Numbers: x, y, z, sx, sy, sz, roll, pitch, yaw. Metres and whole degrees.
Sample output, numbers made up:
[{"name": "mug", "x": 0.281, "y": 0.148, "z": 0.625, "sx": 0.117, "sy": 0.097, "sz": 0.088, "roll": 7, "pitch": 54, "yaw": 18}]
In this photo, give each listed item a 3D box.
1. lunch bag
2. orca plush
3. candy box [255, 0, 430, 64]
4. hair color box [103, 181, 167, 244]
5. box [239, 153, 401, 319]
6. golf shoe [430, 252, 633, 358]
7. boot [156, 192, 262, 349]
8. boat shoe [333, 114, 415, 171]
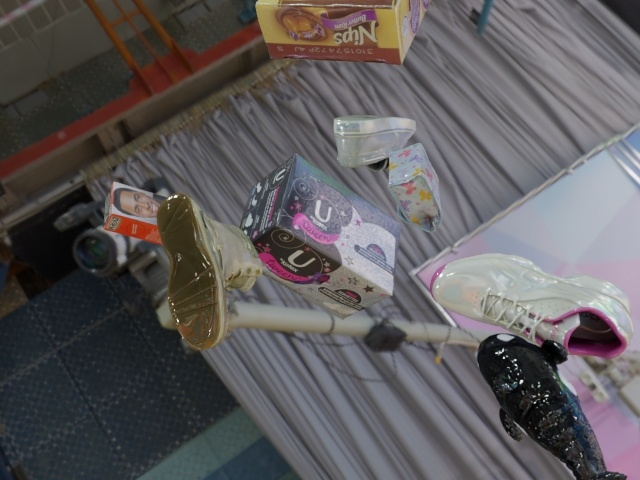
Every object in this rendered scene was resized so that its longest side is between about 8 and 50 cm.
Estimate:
[{"name": "lunch bag", "x": 0.111, "y": -0.057, "z": 0.809, "sx": 0.053, "sy": 0.071, "sz": 0.083, "roll": -21, "pitch": -54, "yaw": 22}, {"name": "orca plush", "x": 0.264, "y": 0.222, "z": 0.922, "sx": 0.102, "sy": 0.287, "sz": 0.151, "roll": 14, "pitch": -50, "yaw": -24}, {"name": "candy box", "x": 0.037, "y": -0.216, "z": 0.554, "sx": 0.053, "sy": 0.109, "sz": 0.187, "roll": 73, "pitch": -147, "yaw": -49}, {"name": "hair color box", "x": -0.272, "y": -0.037, "z": 1.125, "sx": 0.141, "sy": 0.072, "sz": 0.043, "roll": 16, "pitch": -46, "yaw": -29}, {"name": "box", "x": 0.000, "y": 0.000, "z": 1.192, "sx": 0.247, "sy": 0.163, "sz": 0.142, "roll": 31, "pitch": -41, "yaw": -24}, {"name": "golf shoe", "x": 0.316, "y": 0.099, "z": 1.051, "sx": 0.140, "sy": 0.306, "sz": 0.115, "roll": -62, "pitch": -22, "yaw": -64}, {"name": "boot", "x": -0.135, "y": 0.053, "z": 0.941, "sx": 0.077, "sy": 0.213, "sz": 0.165, "roll": -25, "pitch": -25, "yaw": 17}, {"name": "boat shoe", "x": 0.079, "y": -0.143, "z": 1.034, "sx": 0.227, "sy": 0.079, "sz": 0.081, "roll": -21, "pitch": -63, "yaw": -62}]
